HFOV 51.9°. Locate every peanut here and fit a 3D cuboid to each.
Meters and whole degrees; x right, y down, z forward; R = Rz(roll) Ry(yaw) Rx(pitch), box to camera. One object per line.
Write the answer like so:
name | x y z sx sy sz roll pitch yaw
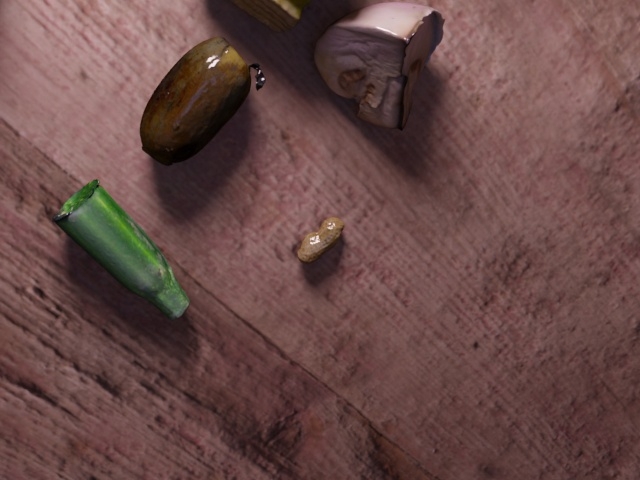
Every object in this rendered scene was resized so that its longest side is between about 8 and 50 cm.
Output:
peanut | 0.000 0.000 1.274 0.113 0.054 0.054 -43 113 5

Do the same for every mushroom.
mushroom | 0.102 -0.328 1.129 0.162 0.173 0.236 -54 161 -26

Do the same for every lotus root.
lotus root | -0.212 -0.231 1.095 0.241 0.124 0.123 -47 128 7

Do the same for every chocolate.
chocolate | -0.346 0.031 1.196 0.110 0.110 0.291 -35 117 4

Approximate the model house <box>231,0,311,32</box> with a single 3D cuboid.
model house | -0.072 -0.451 1.017 0.193 0.175 0.234 32 144 -23
